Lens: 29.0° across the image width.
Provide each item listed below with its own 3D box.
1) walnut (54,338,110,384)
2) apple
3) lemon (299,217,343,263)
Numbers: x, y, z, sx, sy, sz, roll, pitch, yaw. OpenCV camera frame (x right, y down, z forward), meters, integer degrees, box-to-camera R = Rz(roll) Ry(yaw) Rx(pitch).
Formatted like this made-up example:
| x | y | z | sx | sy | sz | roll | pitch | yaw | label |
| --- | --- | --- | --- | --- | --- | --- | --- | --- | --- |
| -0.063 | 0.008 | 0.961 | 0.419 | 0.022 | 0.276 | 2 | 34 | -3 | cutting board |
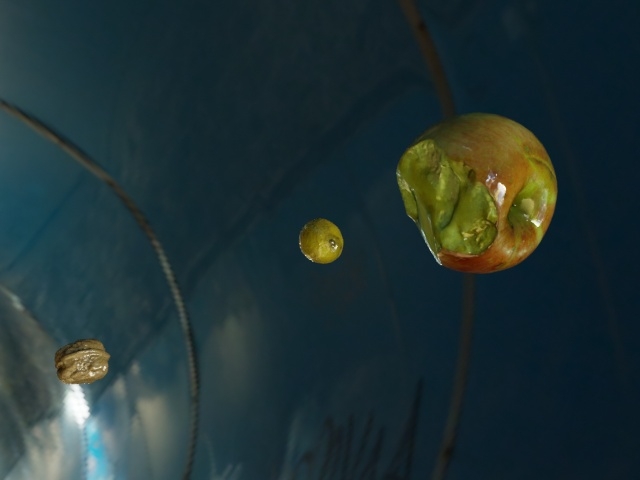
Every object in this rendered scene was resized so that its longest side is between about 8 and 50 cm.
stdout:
| x | y | z | sx | sy | sz | roll | pitch | yaw | label |
| --- | --- | --- | --- | --- | --- | --- | --- | --- | --- |
| -0.414 | 0.211 | 2.156 | 0.082 | 0.096 | 0.079 | 101 | -26 | -60 | walnut |
| 0.226 | -0.072 | 1.872 | 0.226 | 0.246 | 0.246 | 20 | -27 | 42 | apple |
| 0.000 | 0.000 | 2.310 | 0.082 | 0.082 | 0.110 | 47 | 3 | -25 | lemon |
